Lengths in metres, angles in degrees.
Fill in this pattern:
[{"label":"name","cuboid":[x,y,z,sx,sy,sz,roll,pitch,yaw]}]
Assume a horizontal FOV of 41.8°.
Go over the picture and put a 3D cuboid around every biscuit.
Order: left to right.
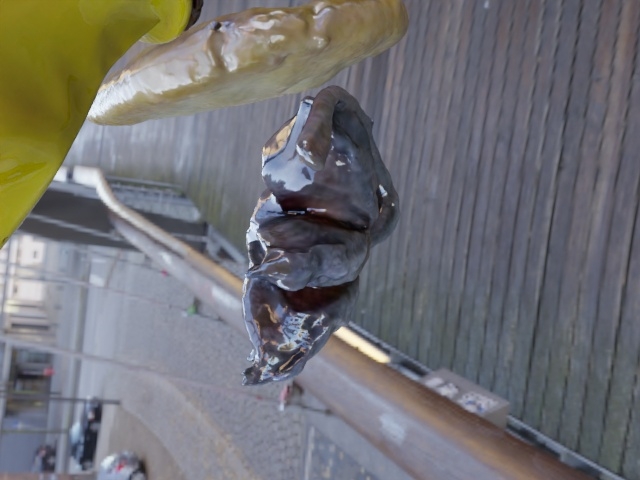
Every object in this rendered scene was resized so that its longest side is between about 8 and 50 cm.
[{"label":"biscuit","cuboid":[-0.085,-0.245,1.169,0.446,0.429,0.104,2,108,64]}]

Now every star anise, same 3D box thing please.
[{"label":"star anise","cuboid":[0.000,0.000,0.749,0.359,0.139,0.316,-76,-7,-66]}]

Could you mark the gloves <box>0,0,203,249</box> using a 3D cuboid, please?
[{"label":"gloves","cuboid":[-0.190,-0.047,0.335,0.294,0.133,0.116,-49,-16,-23]}]
